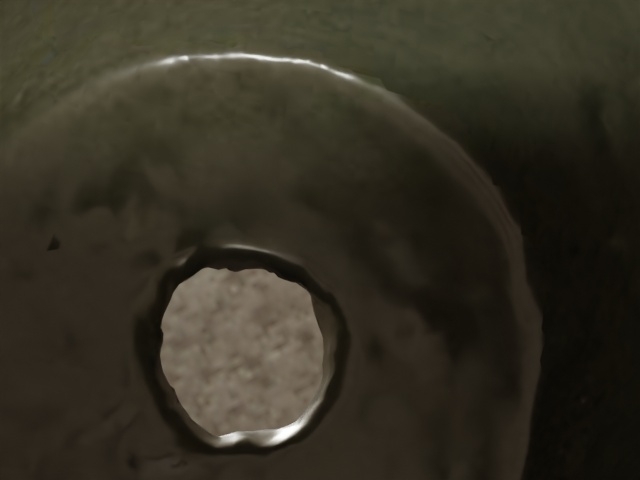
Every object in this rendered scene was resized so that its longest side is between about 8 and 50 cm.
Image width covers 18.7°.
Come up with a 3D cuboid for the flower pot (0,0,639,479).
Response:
[{"bbox_3d":[0.000,0.000,0.359,0.269,0.269,0.166,-39,-9,-21],"label":"flower pot"}]
